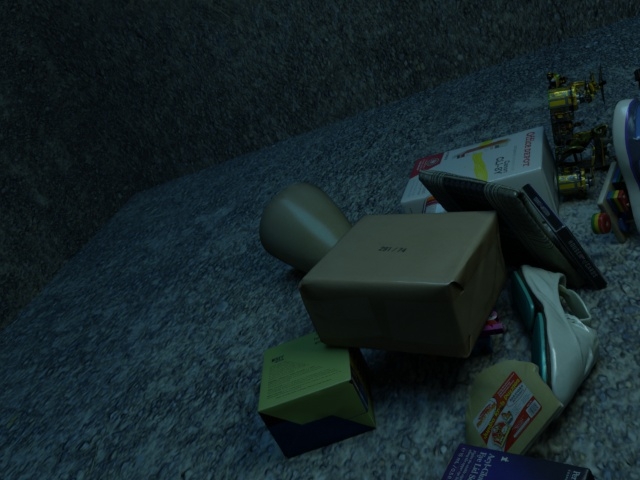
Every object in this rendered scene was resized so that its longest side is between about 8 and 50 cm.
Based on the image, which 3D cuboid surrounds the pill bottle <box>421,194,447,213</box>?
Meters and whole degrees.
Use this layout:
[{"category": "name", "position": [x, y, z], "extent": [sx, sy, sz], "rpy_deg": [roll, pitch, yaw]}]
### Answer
[{"category": "pill bottle", "position": [0.304, -0.004, 1.576], "extent": [0.121, 0.121, 0.221], "rpy_deg": [-7, 55, 35]}]

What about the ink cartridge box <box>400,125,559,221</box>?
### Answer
[{"category": "ink cartridge box", "position": [0.449, -0.152, 1.753], "extent": [0.385, 0.160, 0.279], "rpy_deg": [-12, 27, 27]}]

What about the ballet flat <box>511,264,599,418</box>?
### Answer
[{"category": "ballet flat", "position": [0.450, 0.167, 1.179], "extent": [0.139, 0.139, 0.400], "rpy_deg": [-18, 25, 17]}]

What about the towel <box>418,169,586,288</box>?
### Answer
[{"category": "towel", "position": [0.403, -0.036, 1.392], "extent": [0.056, 0.324, 0.312], "rpy_deg": [-51, 30, -9]}]

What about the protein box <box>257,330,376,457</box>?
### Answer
[{"category": "protein box", "position": [-0.007, 0.305, 1.309], "extent": [0.200, 0.136, 0.201], "rpy_deg": [-21, 25, 9]}]

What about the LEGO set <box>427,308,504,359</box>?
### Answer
[{"category": "LEGO set", "position": [0.280, 0.187, 1.323], "extent": [0.227, 0.087, 0.093], "rpy_deg": [-13, 42, 26]}]

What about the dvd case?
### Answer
[{"category": "dvd case", "position": [0.532, -0.016, 1.381], "extent": [0.029, 0.179, 0.238], "rpy_deg": [-37, 21, 17]}]

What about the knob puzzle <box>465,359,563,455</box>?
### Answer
[{"category": "knob puzzle", "position": [0.317, 0.290, 1.072], "extent": [0.213, 0.030, 0.213], "rpy_deg": [-50, 23, 31]}]

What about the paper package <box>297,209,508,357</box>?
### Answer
[{"category": "paper package", "position": [0.179, 0.074, 1.280], "extent": [0.325, 0.168, 0.309], "rpy_deg": [-1, 29, 33]}]

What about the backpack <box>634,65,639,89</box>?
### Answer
[{"category": "backpack", "position": [0.935, -0.356, 1.595], "extent": [0.213, 0.276, 0.263], "rpy_deg": [1, 28, 36]}]

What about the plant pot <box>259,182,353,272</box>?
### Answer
[{"category": "plant pot", "position": [0.000, 0.000, 1.831], "extent": [0.256, 0.256, 0.274], "rpy_deg": [-34, 42, -18]}]

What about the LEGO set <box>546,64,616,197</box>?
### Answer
[{"category": "LEGO set", "position": [0.707, -0.286, 1.630], "extent": [0.192, 0.331, 0.255], "rpy_deg": [-6, 13, 23]}]

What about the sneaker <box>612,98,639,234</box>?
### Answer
[{"category": "sneaker", "position": [0.755, -0.155, 1.279], "extent": [0.130, 0.322, 0.236], "rpy_deg": [-23, 10, -41]}]

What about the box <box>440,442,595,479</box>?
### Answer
[{"category": "box", "position": [0.274, 0.396, 0.891], "extent": [0.207, 0.108, 0.153], "rpy_deg": [-4, 32, 40]}]

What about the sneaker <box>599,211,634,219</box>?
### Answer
[{"category": "sneaker", "position": [0.697, -0.057, 1.475], "extent": [0.083, 0.037, 0.032], "rpy_deg": [-9, 27, 29]}]

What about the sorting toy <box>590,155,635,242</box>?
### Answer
[{"category": "sorting toy", "position": [0.684, -0.094, 1.403], "extent": [0.046, 0.132, 0.274], "rpy_deg": [-6, 44, 49]}]
